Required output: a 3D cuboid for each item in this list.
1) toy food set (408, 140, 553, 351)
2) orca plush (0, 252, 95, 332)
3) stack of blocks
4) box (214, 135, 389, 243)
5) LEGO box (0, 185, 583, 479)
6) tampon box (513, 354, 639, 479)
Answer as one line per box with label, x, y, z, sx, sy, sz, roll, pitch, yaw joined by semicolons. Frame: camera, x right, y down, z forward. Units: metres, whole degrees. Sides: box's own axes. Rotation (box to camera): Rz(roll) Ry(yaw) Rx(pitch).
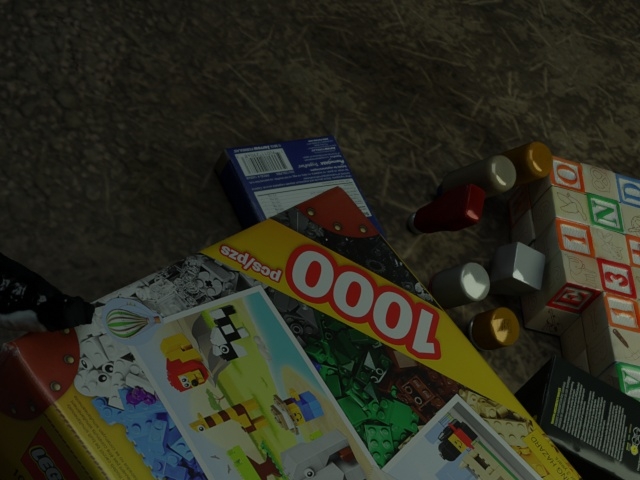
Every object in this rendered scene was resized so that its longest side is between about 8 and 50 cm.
toy food set;0.157;0.002;1.601;0.111;0.104;0.232;24;65;-29
orca plush;-0.309;0.017;1.102;0.287;0.102;0.151;7;27;17
stack of blocks;0.303;0.067;1.616;0.171;0.087;0.297;13;50;-21
box;0.000;0.000;1.529;0.136;0.036;0.225;-9;59;-34
LEGO box;0.008;0.249;1.230;0.372;0.193;0.500;-27;72;-41
tampon box;0.246;0.208;1.450;0.161;0.120;0.101;29;46;-7
